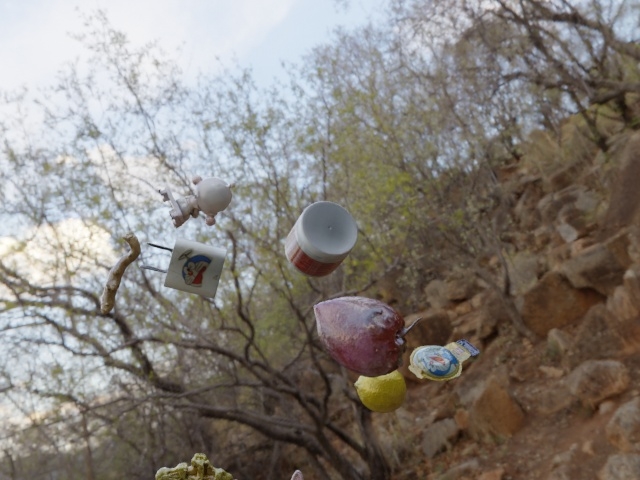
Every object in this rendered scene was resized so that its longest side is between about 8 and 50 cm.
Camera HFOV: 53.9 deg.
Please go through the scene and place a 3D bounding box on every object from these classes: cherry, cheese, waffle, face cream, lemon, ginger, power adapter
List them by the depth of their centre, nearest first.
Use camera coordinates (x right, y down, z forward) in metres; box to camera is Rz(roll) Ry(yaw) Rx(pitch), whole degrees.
[{"bbox_3d":[-0.265,0.605,1.368,0.291,0.291,0.051,-23,11,7],"label":"waffle"},{"bbox_3d":[0.093,0.216,1.488,0.192,0.249,0.175,-61,-1,-34],"label":"cherry"},{"bbox_3d":[-0.354,0.060,1.608,0.204,0.130,0.125,14,0,-10],"label":"power adapter"},{"bbox_3d":[-0.661,0.107,2.061,0.075,0.288,0.089,24,8,-12],"label":"ginger"},{"bbox_3d":[0.000,0.000,2.073,0.200,0.201,0.187,-13,-22,-27],"label":"face cream"},{"bbox_3d":[0.413,0.398,2.113,0.270,0.177,0.069,-16,-54,-31],"label":"cheese"},{"bbox_3d":[0.227,0.559,2.374,0.202,0.179,0.178,9,-22,-6],"label":"lemon"}]

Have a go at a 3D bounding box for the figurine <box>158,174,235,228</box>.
[{"bbox_3d":[-0.422,-0.151,2.215,0.256,0.182,0.145,-24,-42,-9],"label":"figurine"}]

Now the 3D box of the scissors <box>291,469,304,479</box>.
[{"bbox_3d":[-0.081,0.700,1.452,0.024,0.160,0.318,62,-127,-80],"label":"scissors"}]
